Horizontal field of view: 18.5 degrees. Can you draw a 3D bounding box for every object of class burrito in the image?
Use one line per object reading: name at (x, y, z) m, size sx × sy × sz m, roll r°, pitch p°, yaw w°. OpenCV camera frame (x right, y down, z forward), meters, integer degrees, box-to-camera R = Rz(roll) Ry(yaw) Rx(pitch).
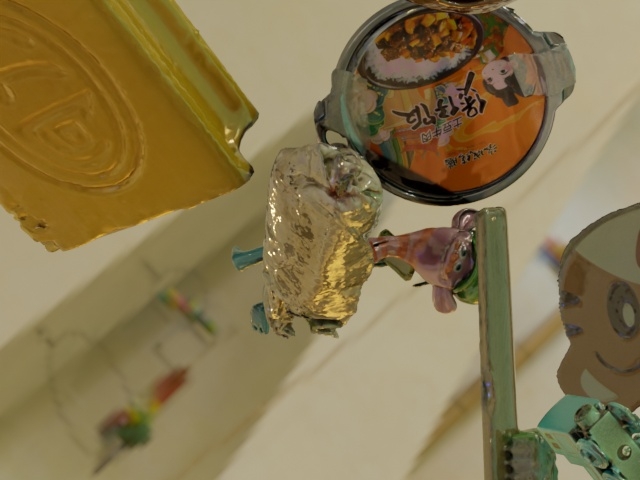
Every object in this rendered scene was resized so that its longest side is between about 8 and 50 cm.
burrito at (0.000, 0.002, 0.973) m, size 0.188 × 0.058 × 0.045 m, roll 99°, pitch -175°, yaw -61°

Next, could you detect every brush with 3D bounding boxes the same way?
brush at (0.139, 0.116, 1.405) m, size 0.048 × 0.282 × 0.054 m, roll -4°, pitch 1°, yaw 22°

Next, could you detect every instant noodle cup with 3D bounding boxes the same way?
instant noodle cup at (0.099, -0.129, 1.613) m, size 0.125 × 0.208 × 0.177 m, roll -88°, pitch -3°, yaw -71°

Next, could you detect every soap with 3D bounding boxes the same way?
soap at (-0.206, -0.135, 1.442) m, size 0.204 × 0.096 × 0.324 m, roll -21°, pitch -48°, yaw 22°

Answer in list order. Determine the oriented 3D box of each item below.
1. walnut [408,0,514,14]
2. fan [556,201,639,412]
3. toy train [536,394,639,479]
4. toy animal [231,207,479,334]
walnut at (0.061, -0.194, 1.139) m, size 0.116 × 0.207 × 0.116 m, roll -38°, pitch 36°, yaw 35°
fan at (0.203, 0.000, 1.132) m, size 0.008 × 0.152 × 0.226 m, roll -41°, pitch -53°, yaw -64°
toy train at (0.125, 0.100, 0.788) m, size 0.029 × 0.092 × 0.045 m, roll -46°, pitch 21°, yaw -18°
toy animal at (0.034, 0.019, 1.546) m, size 0.208 × 0.100 × 0.103 m, roll -10°, pitch 4°, yaw -22°
